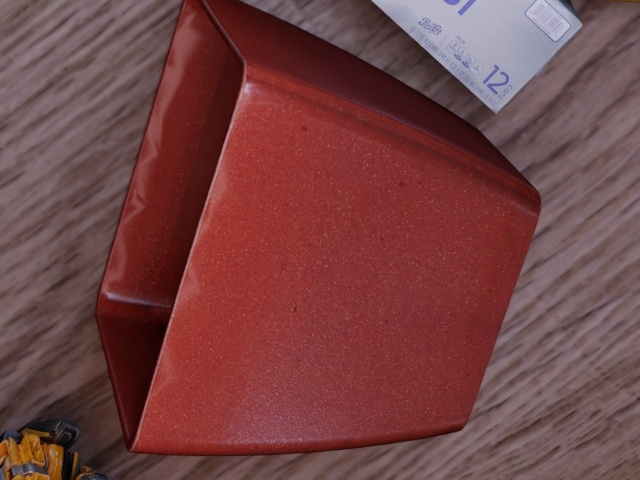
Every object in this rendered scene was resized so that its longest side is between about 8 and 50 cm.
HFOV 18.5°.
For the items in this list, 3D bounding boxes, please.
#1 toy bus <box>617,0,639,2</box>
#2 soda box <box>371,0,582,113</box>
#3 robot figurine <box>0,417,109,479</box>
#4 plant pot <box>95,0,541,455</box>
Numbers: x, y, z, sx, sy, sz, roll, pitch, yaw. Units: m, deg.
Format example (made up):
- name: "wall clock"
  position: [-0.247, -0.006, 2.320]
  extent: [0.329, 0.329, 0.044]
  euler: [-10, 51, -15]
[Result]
- name: "toy bus"
  position: [0.253, -0.215, 1.377]
  extent: [0.202, 0.104, 0.191]
  euler: [43, 58, -6]
- name: "soda box"
  position: [0.050, -0.223, 1.381]
  extent: [0.286, 0.098, 0.091]
  euler: [41, 104, -10]
- name: "robot figurine"
  position: [-0.265, 0.262, 1.471]
  extent: [0.291, 0.211, 0.085]
  euler: [-44, 136, 22]
- name: "plant pot"
  position: [0.000, 0.000, 1.374]
  extent: [0.236, 0.267, 0.267]
  euler: [13, 106, -15]
